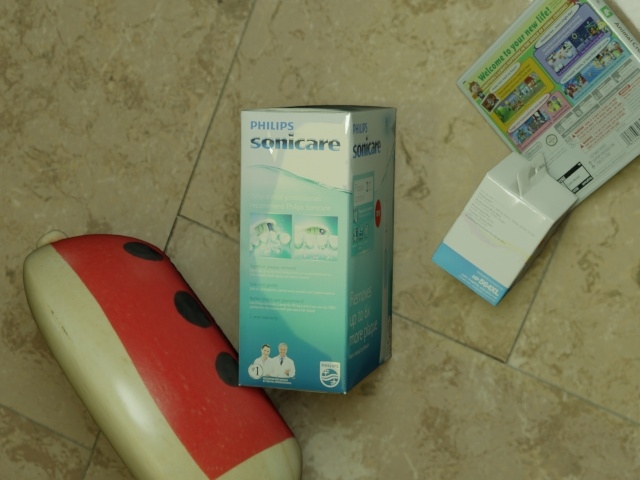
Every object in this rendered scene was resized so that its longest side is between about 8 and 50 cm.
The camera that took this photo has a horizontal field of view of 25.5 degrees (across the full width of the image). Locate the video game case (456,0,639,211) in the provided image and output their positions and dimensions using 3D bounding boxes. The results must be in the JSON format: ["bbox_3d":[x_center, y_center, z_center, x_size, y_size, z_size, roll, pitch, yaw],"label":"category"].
[{"bbox_3d":[0.263,-0.154,1.495,0.193,0.023,0.212,51,141,5],"label":"video game case"}]

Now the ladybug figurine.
[{"bbox_3d":[-0.169,0.161,1.591,0.162,0.305,0.449,-36,84,-3],"label":"ladybug figurine"}]

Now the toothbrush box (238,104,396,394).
[{"bbox_3d":[0.000,0.000,1.550,0.126,0.216,0.296,2,96,16],"label":"toothbrush box"}]

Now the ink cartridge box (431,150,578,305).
[{"bbox_3d":[0.204,-0.020,1.530,0.090,0.092,0.143,37,123,10],"label":"ink cartridge box"}]
